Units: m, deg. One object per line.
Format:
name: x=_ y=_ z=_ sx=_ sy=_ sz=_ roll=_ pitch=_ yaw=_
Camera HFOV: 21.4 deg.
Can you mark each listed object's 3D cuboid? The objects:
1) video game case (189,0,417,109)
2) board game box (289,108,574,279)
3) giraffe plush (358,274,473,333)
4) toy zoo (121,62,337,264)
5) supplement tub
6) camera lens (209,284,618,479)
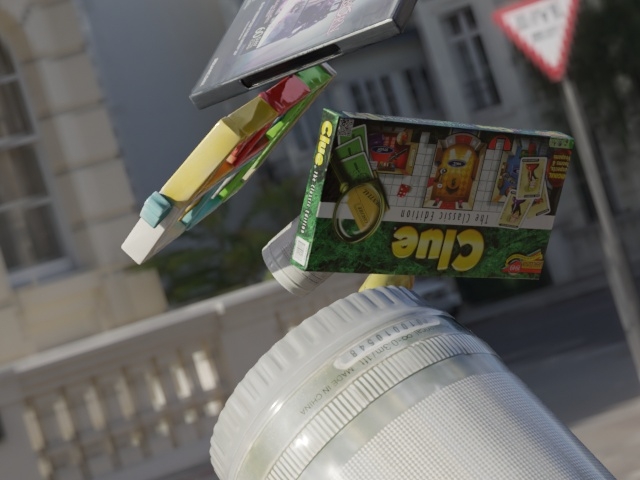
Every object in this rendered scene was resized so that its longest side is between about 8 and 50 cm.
video game case: x=-0.001 y=-0.244 z=1.808 sx=0.274 sy=0.026 sz=0.196 roll=-18 pitch=34 yaw=36
board game box: x=0.100 y=-0.036 z=1.451 sx=0.260 sy=0.136 sz=0.030 roll=2 pitch=20 yaw=-35
giraffe plush: x=0.107 y=0.134 z=2.188 sx=0.181 sy=0.170 sz=0.210 roll=-55 pitch=-1 yaw=-5
toy zoo: x=-0.101 y=-0.079 z=1.750 sx=0.192 sy=0.030 sz=0.293 roll=-49 pitch=-3 yaw=30
supplement tub: x=0.000 y=0.000 z=1.753 sx=0.107 sy=0.071 sz=0.071 roll=-41 pitch=-9 yaw=18
camera lens: x=0.081 y=0.193 z=1.169 sx=0.219 sy=0.274 sz=0.219 roll=-31 pitch=-31 yaw=-21
